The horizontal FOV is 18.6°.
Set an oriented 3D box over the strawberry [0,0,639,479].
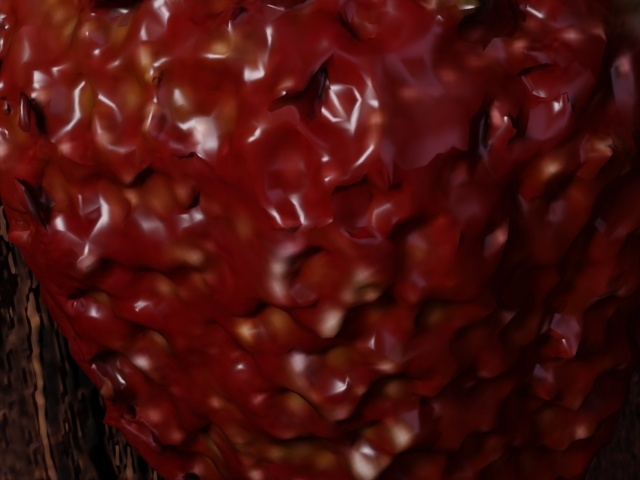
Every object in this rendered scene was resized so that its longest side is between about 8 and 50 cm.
[{"bbox_3d":[-0.002,0.000,0.767,0.292,0.292,0.343,-17,119,-39],"label":"strawberry"}]
